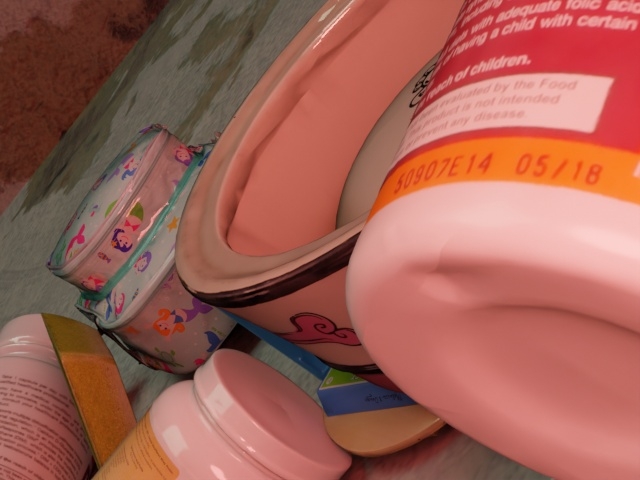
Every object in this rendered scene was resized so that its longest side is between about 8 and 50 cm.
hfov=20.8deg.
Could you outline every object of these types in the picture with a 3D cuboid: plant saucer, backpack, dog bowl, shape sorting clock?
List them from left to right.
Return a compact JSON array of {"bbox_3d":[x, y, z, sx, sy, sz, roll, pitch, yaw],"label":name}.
[{"bbox_3d":[-0.193,0.160,1.573,0.045,0.188,0.188,-21,13,-10],"label":"plant saucer"},{"bbox_3d":[-0.135,0.006,1.654,0.225,0.191,0.253,-55,21,-4],"label":"backpack"},{"bbox_3d":[0.078,0.060,1.186,0.206,0.040,0.206,-39,22,19],"label":"shape sorting clock"},{"bbox_3d":[0.099,-0.076,1.123,0.408,0.150,0.408,-40,22,20],"label":"dog bowl"}]

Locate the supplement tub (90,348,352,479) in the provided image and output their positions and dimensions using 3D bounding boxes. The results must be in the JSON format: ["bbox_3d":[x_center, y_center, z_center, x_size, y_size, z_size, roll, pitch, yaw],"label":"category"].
[{"bbox_3d":[-0.086,0.189,1.209,0.200,0.144,0.144,-50,17,13],"label":"supplement tub"}]

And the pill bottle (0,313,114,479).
[{"bbox_3d":[-0.308,0.218,1.739,0.160,0.160,0.283,-40,22,41],"label":"pill bottle"}]

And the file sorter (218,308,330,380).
[{"bbox_3d":[0.000,0.000,1.393,0.170,0.118,0.104,-53,13,5],"label":"file sorter"}]

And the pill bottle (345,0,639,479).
[{"bbox_3d":[0.181,-0.097,0.795,0.224,0.224,0.392,-26,35,58],"label":"pill bottle"}]

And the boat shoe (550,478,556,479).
[{"bbox_3d":[0.086,0.211,0.808,0.226,0.075,0.083,-61,17,-20],"label":"boat shoe"}]
